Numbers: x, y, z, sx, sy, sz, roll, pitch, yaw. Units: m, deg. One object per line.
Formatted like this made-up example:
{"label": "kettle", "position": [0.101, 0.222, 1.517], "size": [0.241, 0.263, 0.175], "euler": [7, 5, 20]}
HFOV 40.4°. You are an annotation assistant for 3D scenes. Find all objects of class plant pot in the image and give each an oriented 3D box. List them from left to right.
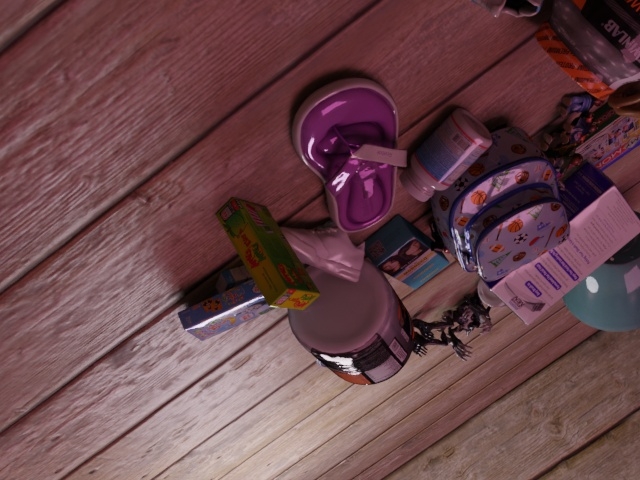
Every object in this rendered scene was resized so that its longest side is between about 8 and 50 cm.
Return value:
{"label": "plant pot", "position": [0.768, 0.054, 2.263], "size": [0.293, 0.293, 0.235], "euler": [-31, 141, -4]}

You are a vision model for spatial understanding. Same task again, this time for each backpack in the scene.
{"label": "backpack", "position": [0.328, -0.072, 1.617], "size": [0.276, 0.213, 0.263], "euler": [-33, 136, 0]}

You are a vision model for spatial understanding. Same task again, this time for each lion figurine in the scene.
{"label": "lion figurine", "position": [0.654, -0.296, 1.641], "size": [0.392, 0.142, 0.240], "euler": [-9, -176, -32]}

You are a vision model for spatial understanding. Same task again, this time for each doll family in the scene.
{"label": "doll family", "position": [0.501, -0.218, 1.712], "size": [0.111, 0.076, 0.193], "euler": [-11, 144, -29]}

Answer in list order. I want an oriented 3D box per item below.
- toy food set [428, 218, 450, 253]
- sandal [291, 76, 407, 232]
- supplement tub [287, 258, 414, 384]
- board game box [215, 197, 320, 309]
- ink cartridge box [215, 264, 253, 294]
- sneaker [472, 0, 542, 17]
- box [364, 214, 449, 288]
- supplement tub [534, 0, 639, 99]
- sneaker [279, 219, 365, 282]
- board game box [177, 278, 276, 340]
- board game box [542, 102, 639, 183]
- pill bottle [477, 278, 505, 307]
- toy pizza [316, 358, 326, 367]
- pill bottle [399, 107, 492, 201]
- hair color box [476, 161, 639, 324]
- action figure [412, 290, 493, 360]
{"label": "toy food set", "position": [0.343, -0.006, 1.815], "size": [0.232, 0.105, 0.111], "euler": [-11, 158, -16]}
{"label": "sandal", "position": [0.072, -0.114, 1.372], "size": [0.169, 0.102, 0.416], "euler": [-32, 154, -2]}
{"label": "supplement tub", "position": [0.074, 0.172, 1.751], "size": [0.207, 0.207, 0.338], "euler": [-34, 155, 1]}
{"label": "board game box", "position": [-0.081, 0.021, 1.341], "size": [0.043, 0.181, 0.092], "euler": [-43, 152, 20]}
{"label": "ink cartridge box", "position": [-0.138, 0.068, 1.534], "size": [0.083, 0.028, 0.048], "euler": [-17, 152, -31]}
{"label": "sneaker", "position": [0.297, -0.354, 1.234], "size": [0.190, 0.083, 0.071], "euler": [-23, 151, -23]}
{"label": "box", "position": [0.179, 0.028, 1.787], "size": [0.100, 0.060, 0.244], "euler": [-39, 154, 12]}
{"label": "supplement tub", "position": [0.483, -0.373, 1.283], "size": [0.193, 0.194, 0.316], "euler": [4, 136, -51]}
{"label": "sneaker", "position": [0.000, 0.000, 1.539], "size": [0.212, 0.080, 0.094], "euler": [26, 82, -44]}
{"label": "board game box", "position": [-0.134, 0.111, 1.536], "size": [0.211, 0.039, 0.160], "euler": [-23, 166, -2]}
{"label": "board game box", "position": [0.550, -0.175, 1.874], "size": [0.317, 0.046, 0.213], "euler": [-37, 153, 7]}
{"label": "pill bottle", "position": [0.490, 0.124, 2.265], "size": [0.169, 0.094, 0.094], "euler": [0, 139, -50]}
{"label": "toy pizza", "position": [0.075, 0.234, 2.060], "size": [0.201, 0.032, 0.201], "euler": [-26, 154, -13]}
{"label": "pill bottle", "position": [0.212, -0.144, 1.496], "size": [0.160, 0.087, 0.087], "euler": [-46, 151, 26]}
{"label": "hair color box", "position": [0.518, 0.011, 1.904], "size": [0.339, 0.110, 0.185], "euler": [-43, 130, 9]}
{"label": "action figure", "position": [0.368, 0.230, 2.267], "size": [0.275, 0.141, 0.164], "euler": [-15, 137, -30]}
